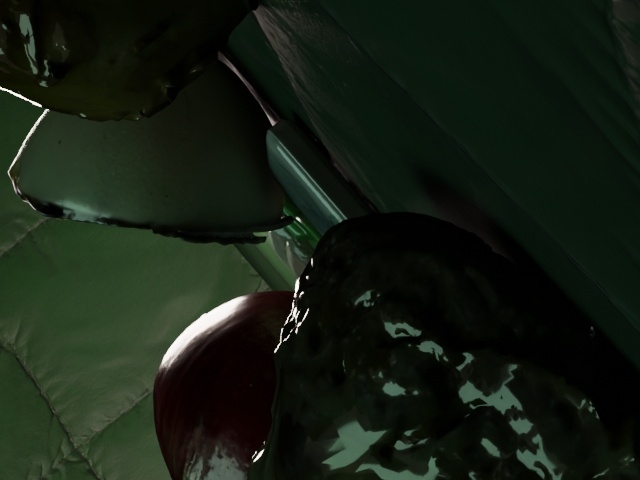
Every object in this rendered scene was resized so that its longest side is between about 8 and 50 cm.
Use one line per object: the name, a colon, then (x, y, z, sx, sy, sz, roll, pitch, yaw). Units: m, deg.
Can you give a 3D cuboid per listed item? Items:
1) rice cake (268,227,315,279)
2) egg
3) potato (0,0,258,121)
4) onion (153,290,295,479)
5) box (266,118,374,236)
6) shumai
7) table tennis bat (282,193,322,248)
rice cake: (-0.016, 0.026, 2.351, 0.127, 0.043, 0.237, 49, 176, 12)
egg: (-0.154, -0.099, 1.834, 0.286, 0.264, 0.174, -159, 75, -70)
potato: (-0.202, -0.211, 1.425, 0.246, 0.196, 0.300, 55, 175, -31)
onion: (-0.039, 0.205, 2.207, 0.341, 0.341, 0.341, 50, 175, 6)
box: (0.051, 0.017, 1.685, 0.285, 0.044, 0.142, 50, 171, 9)
shumai: (0.055, 0.153, 1.238, 0.346, 0.283, 0.217, 49, 176, 28)
table tennis bat: (0.000, 0.000, 2.079, 0.257, 0.039, 0.160, 44, 174, 14)
